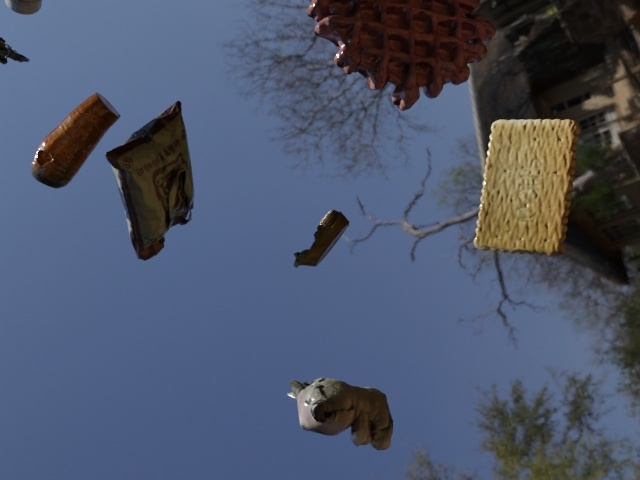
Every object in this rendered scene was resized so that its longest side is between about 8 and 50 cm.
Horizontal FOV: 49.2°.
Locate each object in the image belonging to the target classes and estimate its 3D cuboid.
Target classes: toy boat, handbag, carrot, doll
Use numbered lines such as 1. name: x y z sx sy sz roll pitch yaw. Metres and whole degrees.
1. toy boat: 0.000 0.000 1.315 0.049 0.047 0.149 33 -121 10
2. handbag: -0.306 -0.110 1.289 0.213 0.127 0.235 -59 -24 -49
3. carrot: -0.452 -0.184 1.278 0.087 0.193 0.087 38 -175 -4
4. doll: 0.038 0.289 1.190 0.192 0.149 0.095 18 -84 -29

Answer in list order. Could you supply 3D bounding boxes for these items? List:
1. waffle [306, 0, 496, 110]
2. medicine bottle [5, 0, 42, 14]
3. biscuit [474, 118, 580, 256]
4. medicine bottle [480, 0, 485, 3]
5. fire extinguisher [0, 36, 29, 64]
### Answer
1. waffle: 0.099 -0.272 0.856 0.221 0.055 0.234 47 -116 2
2. medicine bottle: -0.538 -0.480 1.268 0.080 0.130 0.080 11 -120 -20
3. biscuit: 0.367 -0.096 1.242 0.030 0.160 0.250 29 -112 -61
4. medicine bottle: 0.294 -0.461 0.994 0.130 0.341 0.130 20 -122 -35
5. fire extinguisher: -0.603 -0.366 1.118 0.294 0.093 0.118 34 -172 -32
